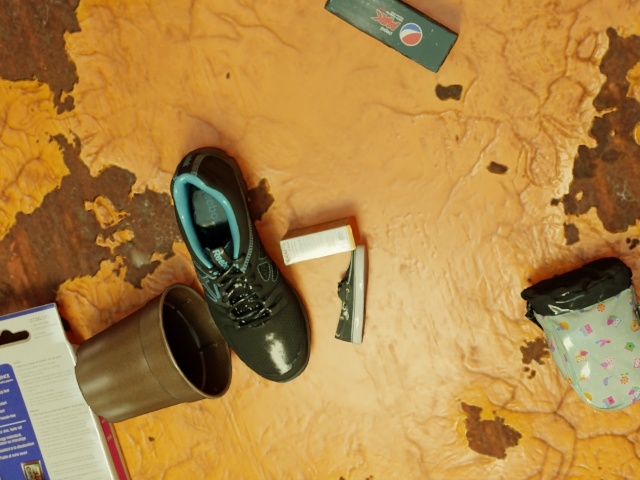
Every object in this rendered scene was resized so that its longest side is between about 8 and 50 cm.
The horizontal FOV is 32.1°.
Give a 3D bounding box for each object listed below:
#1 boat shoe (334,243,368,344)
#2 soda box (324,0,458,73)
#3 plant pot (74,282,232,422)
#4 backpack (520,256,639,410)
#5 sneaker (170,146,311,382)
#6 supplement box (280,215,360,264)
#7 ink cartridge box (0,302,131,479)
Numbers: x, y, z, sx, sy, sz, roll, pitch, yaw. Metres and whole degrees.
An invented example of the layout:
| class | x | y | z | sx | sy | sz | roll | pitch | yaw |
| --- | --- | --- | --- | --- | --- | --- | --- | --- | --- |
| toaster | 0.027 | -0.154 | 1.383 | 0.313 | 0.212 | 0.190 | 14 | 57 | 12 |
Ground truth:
| class | x | y | z | sx | sy | sz | roll | pitch | yaw |
| --- | --- | --- | --- | --- | --- | --- | --- | --- | --- |
| boat shoe | 0.041 | 0.074 | 1.510 | 0.040 | 0.049 | 0.142 | 5 | 105 | 9 |
| soda box | 0.092 | -0.281 | 1.427 | 0.169 | 0.053 | 0.060 | 31 | 105 | 2 |
| plant pot | -0.234 | 0.165 | 1.517 | 0.165 | 0.167 | 0.167 | -25 | 97 | 19 |
| backpack | 0.357 | 0.129 | 1.443 | 0.152 | 0.115 | 0.182 | -19 | 101 | 9 |
| sneaker | -0.119 | 0.047 | 1.480 | 0.125 | 0.140 | 0.341 | -24 | 99 | 10 |
| supplement box | 0.000 | 0.000 | 1.493 | 0.098 | 0.062 | 0.036 | -13 | 101 | 11 |
| ink cartridge box | -0.394 | 0.275 | 1.605 | 0.175 | 0.069 | 0.371 | -14 | 102 | 12 |
